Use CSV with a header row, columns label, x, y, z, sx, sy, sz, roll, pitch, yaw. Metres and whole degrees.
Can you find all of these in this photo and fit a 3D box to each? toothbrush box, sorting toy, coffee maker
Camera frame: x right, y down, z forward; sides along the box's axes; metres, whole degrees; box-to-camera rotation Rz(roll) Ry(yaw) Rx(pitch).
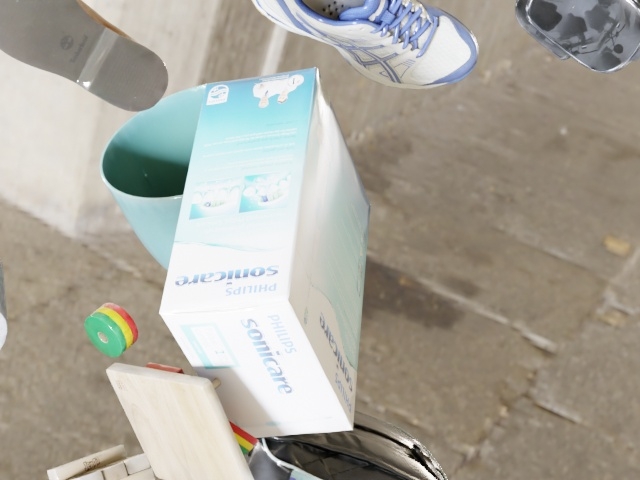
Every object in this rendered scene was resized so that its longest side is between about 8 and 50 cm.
label,x,y,z,sx,sy,sz,roll,pitch,yaw
toothbrush box,-0.042,0.013,1.291,0.126,0.216,0.296,-8,49,15
sorting toy,-0.116,0.175,1.231,0.132,0.275,0.046,4,34,41
coffee maker,0.257,-0.248,1.233,0.171,0.120,0.178,23,38,25

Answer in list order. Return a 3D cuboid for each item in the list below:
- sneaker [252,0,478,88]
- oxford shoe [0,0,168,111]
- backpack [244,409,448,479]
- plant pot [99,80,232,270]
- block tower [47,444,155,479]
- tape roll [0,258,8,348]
label,x,y,z,sx,sy,sz,roll,pitch,yaw
sneaker,0.061,-0.254,1.538,0.296,0.112,0.131,18,0,-17
oxford shoe,-0.224,-0.178,1.076,0.212,0.076,0.076,36,3,-35
backpack,0.014,0.282,1.486,0.253,0.191,0.225,15,18,-17
plant pot,-0.161,-0.064,2.021,0.292,0.235,0.293,-12,37,9
block tower,-0.205,0.400,1.471,0.091,0.097,0.336,-15,85,-33
tape roll,-0.413,0.065,1.263,0.219,0.219,0.072,3,56,-27
